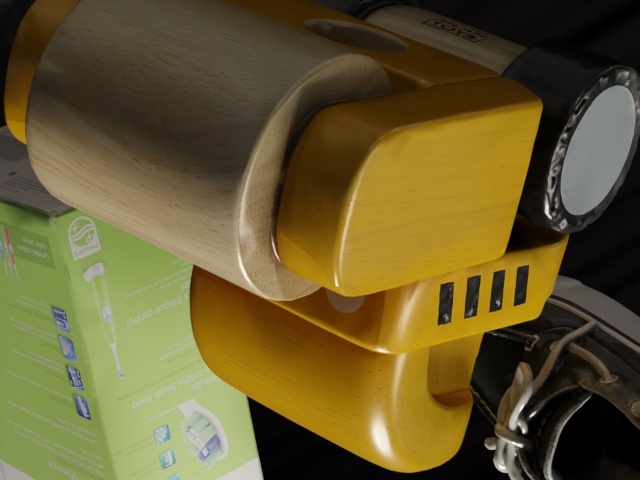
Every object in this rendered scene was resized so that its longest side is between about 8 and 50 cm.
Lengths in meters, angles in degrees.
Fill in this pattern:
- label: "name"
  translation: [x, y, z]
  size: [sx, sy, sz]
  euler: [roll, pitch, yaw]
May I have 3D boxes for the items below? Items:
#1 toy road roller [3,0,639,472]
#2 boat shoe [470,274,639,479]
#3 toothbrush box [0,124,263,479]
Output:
- label: "toy road roller"
  translation: [0.000, 0.000, 0.972]
  size: [0.202, 0.240, 0.329]
  euler: [24, -161, 32]
- label: "boat shoe"
  translation: [0.153, 0.107, 1.145]
  size: [0.306, 0.105, 0.113]
  euler: [33, 129, 47]
- label: "toothbrush box"
  translation: [-0.161, 0.073, 1.337]
  size: [0.206, 0.122, 0.283]
  euler: [16, 122, 50]
